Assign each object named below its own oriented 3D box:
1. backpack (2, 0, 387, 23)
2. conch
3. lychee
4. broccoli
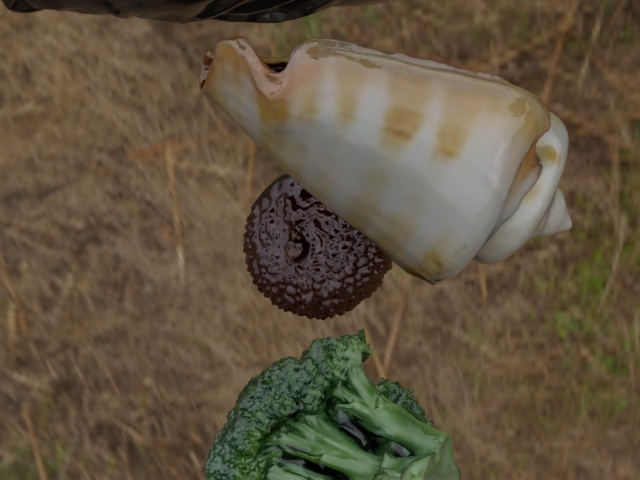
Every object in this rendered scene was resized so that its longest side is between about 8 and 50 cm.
[{"bbox_3d":[-0.024,-0.297,1.376,0.363,0.445,0.255,-33,65,41],"label":"backpack"},{"bbox_3d":[0.043,-0.043,1.207,0.255,0.158,0.127,12,87,-14],"label":"conch"},{"bbox_3d":[0.003,-0.002,1.544,0.123,0.123,0.129,35,36,22],"label":"lychee"},{"bbox_3d":[0.017,0.230,1.778,0.241,0.261,0.269,-8,30,35],"label":"broccoli"}]
